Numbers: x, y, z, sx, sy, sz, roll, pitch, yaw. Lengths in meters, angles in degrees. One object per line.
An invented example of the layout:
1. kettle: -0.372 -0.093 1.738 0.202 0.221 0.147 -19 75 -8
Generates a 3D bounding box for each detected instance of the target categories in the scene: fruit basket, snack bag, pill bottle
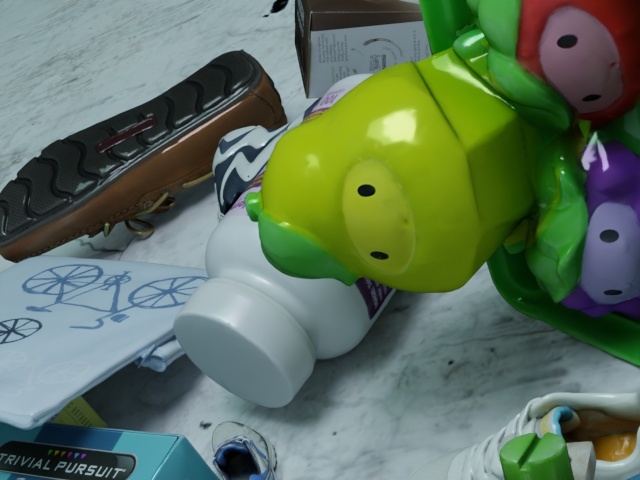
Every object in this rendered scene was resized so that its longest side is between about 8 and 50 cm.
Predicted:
1. fruit basket: 0.145 -0.065 0.938 0.392 0.392 0.283 -43 33 -16
2. snack bag: -0.275 0.094 1.259 0.323 0.037 0.342 4 23 32
3. pill bottle: 0.000 0.000 1.167 0.169 0.169 0.301 3 46 44

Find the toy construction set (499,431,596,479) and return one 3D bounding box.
1. toy construction set: 0.056 0.229 0.666 0.257 0.237 0.309 12 30 42

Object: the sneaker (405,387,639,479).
1. sneaker: 0.153 0.155 0.894 0.228 0.092 0.087 -17 37 26

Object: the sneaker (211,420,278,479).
1. sneaker: -0.066 0.186 1.079 0.052 0.058 0.135 -36 31 -4

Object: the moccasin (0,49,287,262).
1. moccasin: -0.216 -0.082 1.518 0.380 0.147 0.139 -34 46 -8

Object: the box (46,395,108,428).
1. box: -0.310 0.149 1.321 0.058 0.087 0.232 -44 34 -17

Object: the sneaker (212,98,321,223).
1. sneaker: -0.016 -0.069 1.356 0.235 0.094 0.153 -11 45 19

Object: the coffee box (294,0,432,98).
1. coffee box: 0.101 -0.224 1.348 0.246 0.098 0.141 -2 32 -7

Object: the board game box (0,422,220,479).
1. board game box: -0.267 0.309 1.069 0.254 0.079 0.336 -2 43 40
